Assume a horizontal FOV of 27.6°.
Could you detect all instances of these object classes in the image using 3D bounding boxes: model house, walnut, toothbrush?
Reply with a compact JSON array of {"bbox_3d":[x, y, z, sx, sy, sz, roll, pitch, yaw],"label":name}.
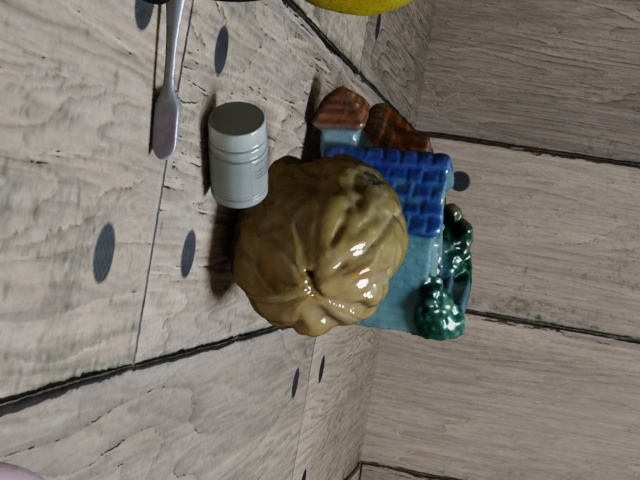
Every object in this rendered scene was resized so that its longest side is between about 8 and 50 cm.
[{"bbox_3d":[0.096,-0.077,1.835,0.295,0.252,0.329,-63,154,-60],"label":"model house"},{"bbox_3d":[0.000,0.000,1.425,0.245,0.198,0.198,-68,165,-71],"label":"walnut"},{"bbox_3d":[-0.111,-0.237,1.043,0.029,0.024,0.354,-70,167,-71],"label":"toothbrush"}]

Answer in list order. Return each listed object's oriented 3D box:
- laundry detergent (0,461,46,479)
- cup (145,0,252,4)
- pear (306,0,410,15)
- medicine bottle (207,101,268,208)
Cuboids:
[{"bbox_3d":[-0.217,0.190,0.644,0.335,0.088,0.159,37,63,-78],"label":"laundry detergent"},{"bbox_3d":[-0.075,-0.259,0.906,0.223,0.169,0.176,-35,-138,52],"label":"cup"},{"bbox_3d":[0.036,-0.325,1.280,0.209,0.209,0.209,9,90,-81],"label":"pear"},{"bbox_3d":[-0.080,-0.083,1.270,0.058,0.058,0.091,-71,167,-46],"label":"medicine bottle"}]
